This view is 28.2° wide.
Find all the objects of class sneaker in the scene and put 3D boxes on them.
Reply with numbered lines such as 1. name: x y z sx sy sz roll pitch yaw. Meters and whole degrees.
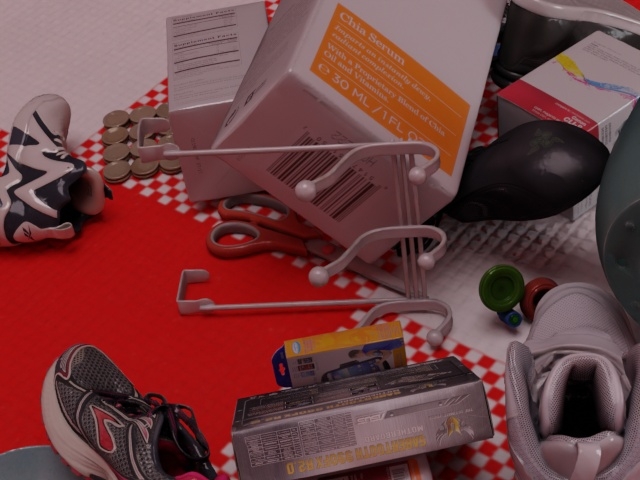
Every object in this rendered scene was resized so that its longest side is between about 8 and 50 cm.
1. sneaker: -0.317 -0.087 1.589 0.153 0.094 0.235 5 45 14
2. sneaker: 0.326 -0.239 1.632 0.295 0.147 0.104 -2 34 -40
3. sneaker: -0.168 0.191 1.219 0.121 0.112 0.299 7 27 -42
4. sneaker: 0.241 0.131 1.161 0.137 0.210 0.366 1 43 11

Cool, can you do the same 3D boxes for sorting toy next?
1. sorting toy: 0.206 0.059 1.359 0.102 0.061 0.042 19 5 -19

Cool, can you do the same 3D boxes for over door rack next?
1. over door rack: -0.032 0.005 1.330 0.324 0.239 0.108 5 41 17

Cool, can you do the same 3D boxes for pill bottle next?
1. pill bottle: 0.028 0.242 1.174 0.152 0.086 0.086 -11 43 -1

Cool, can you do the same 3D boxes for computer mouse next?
1. computer mouse: 0.191 -0.073 1.390 0.272 0.072 0.188 -10 34 53

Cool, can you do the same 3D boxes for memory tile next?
1. memory tile: -0.232 -0.130 1.678 0.113 0.012 0.148 -10 43 0

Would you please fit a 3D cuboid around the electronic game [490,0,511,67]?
1. electronic game: 0.256 -0.310 1.752 0.229 0.048 0.229 -5 42 5

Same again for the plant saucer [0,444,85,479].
1. plant saucer: -0.284 0.285 1.224 0.195 0.037 0.195 -6 43 6

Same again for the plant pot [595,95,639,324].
1. plant pot: 0.400 -0.028 1.219 0.293 0.293 0.235 18 41 27

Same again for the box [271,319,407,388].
1. box: 0.020 0.128 1.302 0.136 0.081 0.028 -12 43 -1

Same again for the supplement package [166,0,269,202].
1. supplement package: -0.116 -0.180 1.606 0.134 0.139 0.244 -10 38 0

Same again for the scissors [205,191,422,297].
1. scissors: 0.000 0.000 1.487 0.297 0.021 0.109 11 45 24

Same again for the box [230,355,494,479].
1. box: 0.034 0.167 1.202 0.231 0.056 0.183 -12 3 -2

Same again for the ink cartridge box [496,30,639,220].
1. ink cartridge box: 0.313 -0.138 1.497 0.176 0.128 0.127 -33 48 -23

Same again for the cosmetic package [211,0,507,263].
1. cosmetic package: 0.066 -0.221 1.485 0.230 0.161 0.453 35 44 -16
